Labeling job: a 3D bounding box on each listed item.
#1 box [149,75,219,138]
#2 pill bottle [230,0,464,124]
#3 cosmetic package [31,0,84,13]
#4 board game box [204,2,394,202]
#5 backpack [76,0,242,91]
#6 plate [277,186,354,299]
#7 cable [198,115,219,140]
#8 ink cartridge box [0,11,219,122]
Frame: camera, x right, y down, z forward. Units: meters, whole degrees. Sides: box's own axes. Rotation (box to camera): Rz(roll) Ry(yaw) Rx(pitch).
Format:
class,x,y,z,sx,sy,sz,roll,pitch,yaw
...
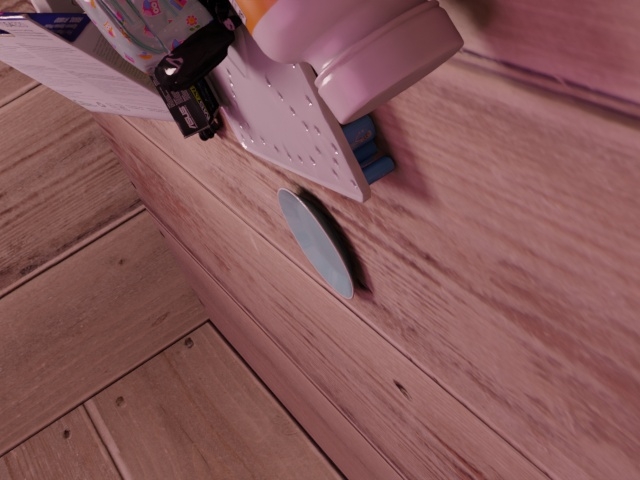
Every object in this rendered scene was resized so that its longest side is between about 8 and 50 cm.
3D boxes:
class,x,y,z,sx,sy,sz,roll,pitch,yaw
box,-0.192,-0.250,1.244,0.190,0.045,0.184,62,-163,-23
pill bottle,-0.010,-0.208,0.647,0.245,0.136,0.136,57,167,-1
cosmetic package,-0.390,-0.441,1.440,0.183,0.151,0.151,61,166,-22
board game box,-0.092,-0.249,1.040,0.390,0.050,0.390,62,166,-23
backpack,-0.178,-0.244,0.970,0.182,0.115,0.152,50,164,-7
plate,0.000,0.000,1.354,0.188,0.024,0.188,53,167,17
cable,-0.218,-0.230,1.548,0.150,0.047,0.184,59,166,-8
ink cartridge box,-0.362,-0.273,1.391,0.324,0.071,0.330,14,169,43
